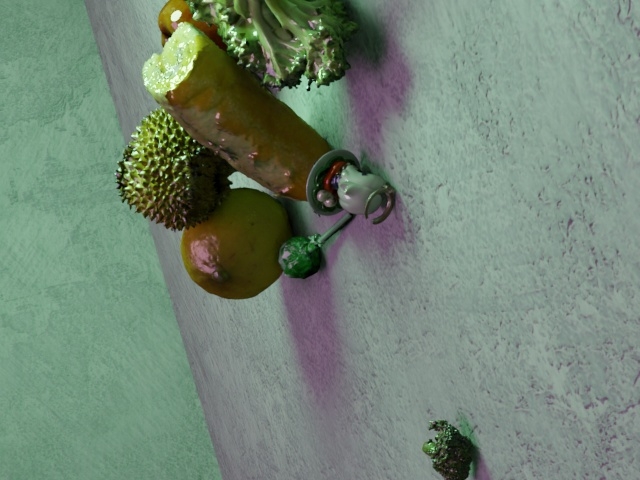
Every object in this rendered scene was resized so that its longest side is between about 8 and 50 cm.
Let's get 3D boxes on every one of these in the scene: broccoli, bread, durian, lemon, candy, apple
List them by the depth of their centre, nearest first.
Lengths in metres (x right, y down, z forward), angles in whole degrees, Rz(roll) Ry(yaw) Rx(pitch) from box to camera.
[{"bbox_3d":[0.213,0.357,1.652,0.092,0.097,0.095,3,66,57],"label":"broccoli"},{"bbox_3d":[-0.124,-0.465,1.675,0.353,0.275,0.397,-3,142,44],"label":"broccoli"},{"bbox_3d":[-0.153,-0.231,1.888,0.375,0.165,0.236,37,-171,-34],"label":"bread"},{"bbox_3d":[-0.002,-0.002,2.032,0.323,0.097,0.097,-41,64,59],"label":"candy"},{"bbox_3d":[-0.304,-0.168,2.079,0.258,0.258,0.293,117,176,-60],"label":"durian"},{"bbox_3d":[-0.233,-0.455,2.133,0.234,0.234,0.234,167,90,-70],"label":"apple"},{"bbox_3d":[-0.185,0.001,2.232,0.320,0.245,0.245,-64,-23,-57],"label":"lemon"}]

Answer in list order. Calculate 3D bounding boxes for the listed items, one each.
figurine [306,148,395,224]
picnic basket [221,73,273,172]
[{"bbox_3d":[0.064,-0.081,1.751,0.153,0.132,0.132,29,130,46],"label":"figurine"},{"bbox_3d":[-0.193,-0.283,2.251,0.267,0.139,0.165,-124,28,-45],"label":"picnic basket"}]
